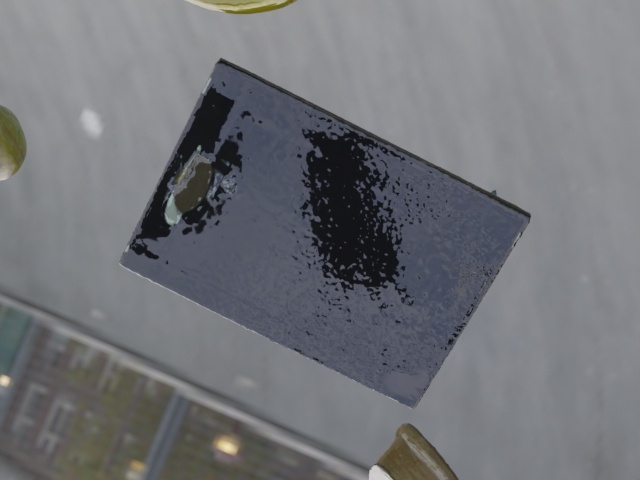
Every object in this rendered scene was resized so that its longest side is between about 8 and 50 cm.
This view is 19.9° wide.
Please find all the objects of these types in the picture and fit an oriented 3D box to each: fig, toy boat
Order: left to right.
[{"bbox_3d":[-0.386,-0.131,2.049,0.093,0.093,0.166,22,157,19],"label":"fig"},{"bbox_3d":[0.113,0.285,1.980,0.116,0.061,0.188,21,143,59],"label":"toy boat"}]

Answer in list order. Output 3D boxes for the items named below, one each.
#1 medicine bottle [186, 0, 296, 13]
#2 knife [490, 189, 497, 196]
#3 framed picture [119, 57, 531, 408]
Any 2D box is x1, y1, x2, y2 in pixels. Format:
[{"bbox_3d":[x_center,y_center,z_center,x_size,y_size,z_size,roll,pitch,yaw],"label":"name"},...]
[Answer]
[{"bbox_3d":[-0.021,-0.377,1.605,0.224,0.224,0.384,22,-138,8],"label":"medicine bottle"},{"bbox_3d":[0.172,-0.011,1.812,0.005,0.091,0.014,-24,144,39],"label":"knife"},{"bbox_3d":[0.000,0.000,1.719,0.324,0.244,0.013,27,-153,-4],"label":"framed picture"}]
